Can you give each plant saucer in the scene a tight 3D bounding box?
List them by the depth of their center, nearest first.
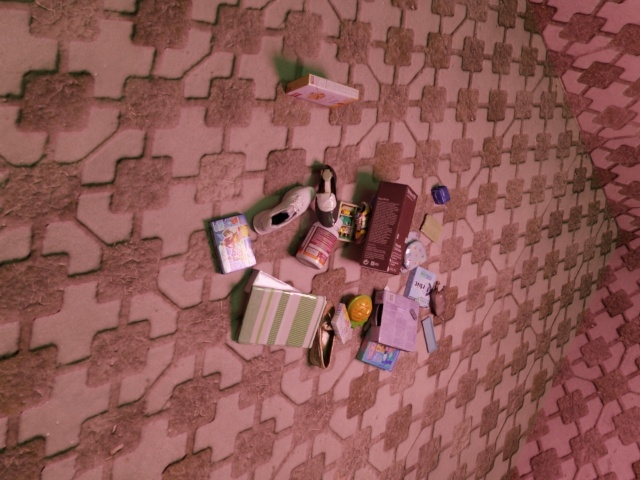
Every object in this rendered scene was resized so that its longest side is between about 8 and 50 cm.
[{"bbox_3d":[0.571,0.495,2.226,0.067,0.018,0.191,-23,104,-31],"label":"plant saucer"}]

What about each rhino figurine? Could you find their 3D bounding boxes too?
[{"bbox_3d":[0.620,0.332,2.205,0.106,0.073,0.243,-55,141,-40],"label":"rhino figurine"}]

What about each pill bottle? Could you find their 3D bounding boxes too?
[{"bbox_3d":[0.000,0.000,1.743,0.121,0.121,0.221,37,73,-30],"label":"pill bottle"}]

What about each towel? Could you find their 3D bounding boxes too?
[{"bbox_3d":[-0.148,0.304,1.656,0.325,0.038,0.247,12,105,-28],"label":"towel"},{"bbox_3d":[0.576,-0.058,2.189,0.148,0.027,0.109,32,76,-33],"label":"towel"}]

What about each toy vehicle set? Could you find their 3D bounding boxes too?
[{"bbox_3d":[0.170,-0.068,1.902,0.267,0.035,0.165,11,89,-34],"label":"toy vehicle set"}]

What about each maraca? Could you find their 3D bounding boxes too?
[{"bbox_3d":[0.172,0.320,1.899,0.128,0.099,0.185,-11,124,-21],"label":"maraca"}]

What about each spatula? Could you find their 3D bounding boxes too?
[{"bbox_3d":[0.312,0.360,2.040,0.168,0.019,0.241,43,70,-29],"label":"spatula"}]

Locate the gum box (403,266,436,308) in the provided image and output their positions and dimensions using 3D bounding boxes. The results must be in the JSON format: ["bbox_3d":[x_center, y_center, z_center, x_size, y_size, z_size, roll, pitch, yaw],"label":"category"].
[{"bbox_3d":[0.505,0.236,2.150,0.157,0.041,0.184,25,80,-34],"label":"gum box"}]

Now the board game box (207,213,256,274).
[{"bbox_3d":[-0.327,0.012,1.573,0.136,0.035,0.201,-17,102,-32],"label":"board game box"}]

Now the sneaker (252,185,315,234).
[{"bbox_3d":[-0.119,-0.117,1.651,0.297,0.129,0.110,-42,112,-27],"label":"sneaker"}]

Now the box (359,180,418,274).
[{"bbox_3d":[0.302,-0.048,1.849,0.191,0.143,0.380,18,84,-63],"label":"box"}]

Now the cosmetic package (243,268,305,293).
[{"bbox_3d":[-0.177,0.205,1.671,0.239,0.061,0.098,33,75,-32],"label":"cosmetic package"}]

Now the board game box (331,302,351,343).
[{"bbox_3d":[0.090,0.358,1.816,0.154,0.026,0.103,72,34,-40],"label":"board game box"}]

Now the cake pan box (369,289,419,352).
[{"bbox_3d":[0.350,0.379,1.987,0.267,0.070,0.245,23,65,-34],"label":"cake pan box"}]

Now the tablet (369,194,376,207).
[{"bbox_3d":[0.248,-0.166,1.971,0.054,0.006,0.083,35,74,-31],"label":"tablet"}]

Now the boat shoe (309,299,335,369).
[{"bbox_3d":[0.026,0.400,1.804,0.105,0.089,0.284,7,88,-34],"label":"boat shoe"}]

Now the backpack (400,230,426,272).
[{"bbox_3d":[0.406,0.045,2.012,0.166,0.144,0.188,-26,104,-25],"label":"backpack"}]

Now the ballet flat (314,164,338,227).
[{"bbox_3d":[0.021,-0.189,1.711,0.096,0.096,0.280,-4,63,4],"label":"ballet flat"}]

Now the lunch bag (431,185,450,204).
[{"bbox_3d":[0.617,-0.234,2.181,0.065,0.067,0.098,-37,111,-28],"label":"lunch bag"}]

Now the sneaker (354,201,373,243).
[{"bbox_3d":[0.175,-0.078,1.845,0.084,0.070,0.185,32,69,-31],"label":"sneaker"}]

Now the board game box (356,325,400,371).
[{"bbox_3d":[0.285,0.516,2.007,0.210,0.047,0.160,30,81,-32],"label":"board game box"}]

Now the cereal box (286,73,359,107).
[{"bbox_3d":[0.007,-0.588,1.681,0.241,0.173,0.047,3,92,-34],"label":"cereal box"}]
